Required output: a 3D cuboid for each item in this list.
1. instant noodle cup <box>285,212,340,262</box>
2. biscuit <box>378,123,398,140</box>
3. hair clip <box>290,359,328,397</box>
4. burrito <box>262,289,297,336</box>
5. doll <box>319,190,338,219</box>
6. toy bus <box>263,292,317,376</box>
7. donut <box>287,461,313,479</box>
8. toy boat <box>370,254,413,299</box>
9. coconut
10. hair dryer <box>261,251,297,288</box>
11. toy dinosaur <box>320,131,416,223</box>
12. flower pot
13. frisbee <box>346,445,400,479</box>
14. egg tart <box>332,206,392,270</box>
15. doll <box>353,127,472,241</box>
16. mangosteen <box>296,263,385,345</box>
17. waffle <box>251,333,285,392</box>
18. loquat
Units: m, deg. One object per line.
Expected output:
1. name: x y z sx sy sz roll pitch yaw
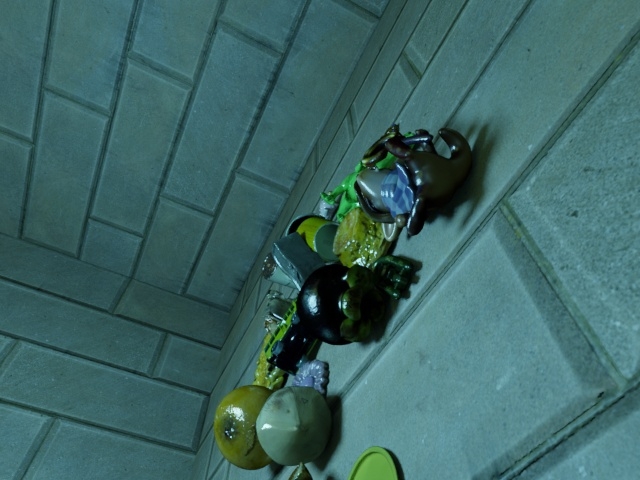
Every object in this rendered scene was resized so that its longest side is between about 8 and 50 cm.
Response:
1. instant noodle cup: 0.000 0.000 1.739 0.236 0.215 0.216 6 74 65
2. biscuit: 0.237 -0.362 1.713 0.175 0.026 0.124 -54 21 44
3. hair clip: -0.066 0.485 1.478 0.300 0.069 0.173 -47 23 54
4. burrito: -0.151 0.309 1.842 0.348 0.174 0.107 -107 24 -67
5. doll: 0.023 -0.116 2.023 0.129 0.081 0.208 -15 -54 -84
6. toy bus: -0.078 0.315 1.583 0.262 0.128 0.150 -58 16 -3
7. donut: -0.073 0.682 1.103 0.295 0.151 0.112 -53 2 5
8. toy boat: 0.184 0.090 1.191 0.210 0.052 0.104 -153 82 -75
9. coconut: -0.070 0.494 1.230 0.224 0.224 0.224 -59 17 30
10. hair dryer: -0.080 0.157 1.852 0.362 0.203 0.128 23 90 57
11. toy dinosaur: 0.169 -0.224 1.629 0.374 0.144 0.500 -44 0 6
12. flower pot: -0.074 0.082 1.621 0.229 0.108 0.103 48 147 32
13. frisbee: 0.098 0.538 0.912 0.236 0.017 0.236 -59 17 30
14. egg tart: 0.123 -0.007 1.412 0.294 0.123 0.294 -159 90 -75
15. doll: 0.208 -0.147 1.139 0.318 0.209 0.339 -68 12 -14
16. mangosteen: 0.055 0.171 1.227 0.243 0.242 0.243 -59 17 30
17. waffle: -0.216 0.538 1.907 0.379 0.095 0.383 -137 67 -75
18. loquat: -0.226 0.616 1.510 0.263 0.262 0.263 -59 17 30
